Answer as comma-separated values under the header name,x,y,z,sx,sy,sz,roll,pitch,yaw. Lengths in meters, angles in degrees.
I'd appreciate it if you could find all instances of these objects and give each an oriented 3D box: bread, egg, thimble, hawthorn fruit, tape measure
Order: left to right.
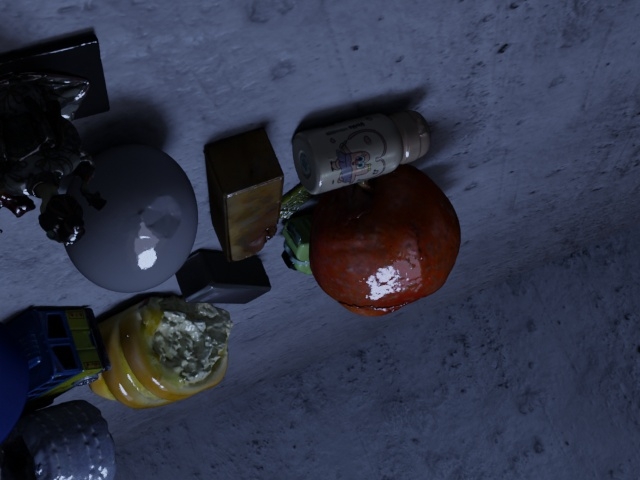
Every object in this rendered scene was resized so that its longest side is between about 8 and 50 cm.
name,x,y,z,sx,sy,sz,roll,pitch,yaw
thimble,-0.519,0.416,1.667,0.172,0.205,0.236,-5,-171,-41
egg,-0.245,-0.031,1.116,0.176,0.176,0.232,-13,155,-31
bread,-0.349,0.256,1.825,0.270,0.211,0.315,-28,160,22
tape measure,0.000,0.000,1.687,0.177,0.087,0.154,-14,150,-31
hawthorn fruit,0.103,-0.028,1.482,0.276,0.276,0.307,-21,140,-4

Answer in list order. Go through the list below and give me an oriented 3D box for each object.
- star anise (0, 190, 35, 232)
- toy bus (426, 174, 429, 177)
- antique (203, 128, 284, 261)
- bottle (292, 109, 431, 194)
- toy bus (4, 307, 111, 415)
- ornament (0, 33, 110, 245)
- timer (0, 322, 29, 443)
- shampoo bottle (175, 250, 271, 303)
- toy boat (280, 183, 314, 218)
name,x,y,z,sx,sy,sz,roll,pitch,yaw
star anise,-0.393,-0.065,1.032,0.167,0.057,0.168,-24,155,-12
toy bus,0.188,-0.034,1.746,0.142,0.142,0.202,-29,162,3
antique,-0.120,-0.060,1.349,0.093,0.087,0.310,-20,163,-12
bottle,0.067,-0.140,1.322,0.209,0.097,0.110,-17,175,-21
toy bus,-0.560,0.244,1.633,0.287,0.138,0.175,-30,164,24
ornament,-0.281,-0.077,0.894,0.166,0.196,0.153,-17,162,-14
timer,-0.587,0.146,1.168,0.270,0.270,0.384,-20,150,-8
shampoo bottle,-0.181,0.076,1.704,0.080,0.079,0.246,-28,163,23
toy boat,-0.044,-0.072,1.531,0.115,0.016,0.063,-35,159,36
